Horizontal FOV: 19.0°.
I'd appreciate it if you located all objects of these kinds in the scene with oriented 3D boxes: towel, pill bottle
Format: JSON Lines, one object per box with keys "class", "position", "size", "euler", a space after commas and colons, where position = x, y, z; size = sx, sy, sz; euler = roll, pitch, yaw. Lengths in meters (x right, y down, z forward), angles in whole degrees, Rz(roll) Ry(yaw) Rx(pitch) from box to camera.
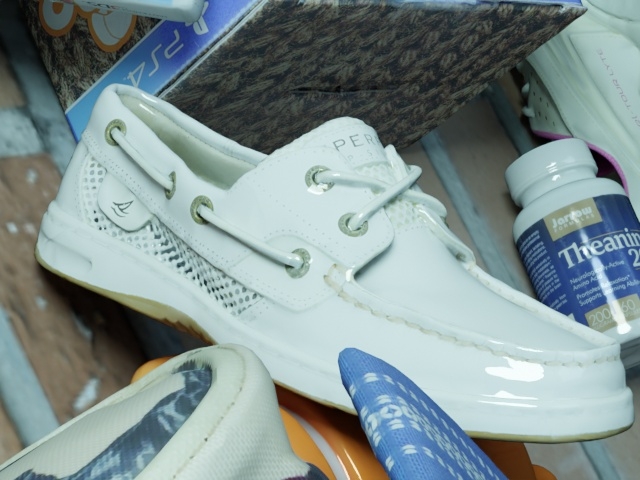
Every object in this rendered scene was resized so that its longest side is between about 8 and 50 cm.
{"class": "towel", "position": [0.107, 0.210, 0.570], "size": [0.243, 0.040, 0.336], "euler": [49, 13, -44]}
{"class": "pill bottle", "position": [0.144, 0.008, 1.031], "size": [0.067, 0.067, 0.120], "euler": [1, 61, -46]}

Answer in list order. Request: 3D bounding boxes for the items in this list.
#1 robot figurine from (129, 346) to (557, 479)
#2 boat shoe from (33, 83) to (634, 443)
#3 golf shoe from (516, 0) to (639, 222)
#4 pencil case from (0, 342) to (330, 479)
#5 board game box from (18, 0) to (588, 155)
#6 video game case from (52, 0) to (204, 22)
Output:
{"class": "robot figurine", "position": [-0.002, 0.113, 0.752], "size": [0.219, 0.128, 0.158], "euler": [-4, 84, -48]}
{"class": "boat shoe", "position": [0.000, 0.000, 0.735], "size": [0.277, 0.096, 0.098], "euler": [20, 11, 34]}
{"class": "golf shoe", "position": [0.143, -0.122, 1.108], "size": [0.115, 0.140, 0.306], "euler": [2, 38, -43]}
{"class": "pencil case", "position": [0.007, 0.225, 0.580], "size": [0.410, 0.160, 0.183], "euler": [58, 22, -16]}
{"class": "board game box", "position": [-0.043, -0.199, 0.938], "size": [0.232, 0.141, 0.291], "euler": [-5, 65, -48]}
{"class": "video game case", "position": [-0.115, -0.200, 0.801], "size": [0.023, 0.183, 0.201], "euler": [58, 44, -73]}
